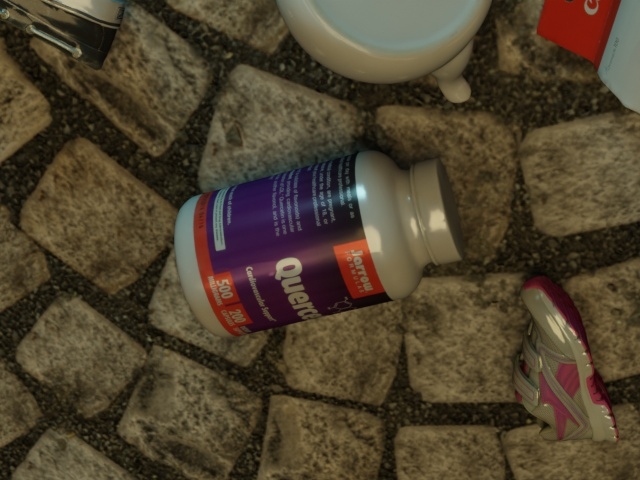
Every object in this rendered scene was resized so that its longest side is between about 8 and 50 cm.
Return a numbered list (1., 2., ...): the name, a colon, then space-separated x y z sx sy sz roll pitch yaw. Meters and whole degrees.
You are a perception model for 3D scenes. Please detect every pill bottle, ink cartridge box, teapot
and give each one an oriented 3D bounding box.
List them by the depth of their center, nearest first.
1. ink cartridge box: 0.331 -0.237 1.142 0.232 0.066 0.189 30 136 23
2. teapot: 0.054 -0.283 1.183 0.252 0.187 0.256 -3 88 -11
3. pill bottle: 0.000 0.000 1.312 0.322 0.181 0.182 -14 112 14

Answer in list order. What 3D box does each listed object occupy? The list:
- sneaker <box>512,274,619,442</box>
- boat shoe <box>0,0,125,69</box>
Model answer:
1. sneaker: 0.292 0.164 1.388 0.111 0.103 0.252 -19 110 14
2. boat shoe: -0.387 -0.287 1.277 0.306 0.113 0.105 21 101 -11
